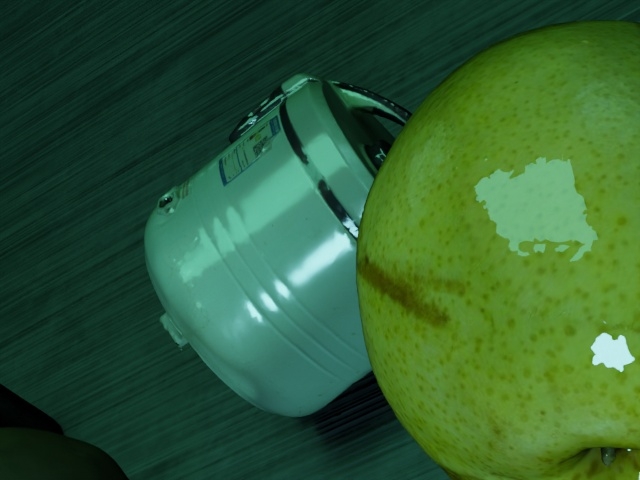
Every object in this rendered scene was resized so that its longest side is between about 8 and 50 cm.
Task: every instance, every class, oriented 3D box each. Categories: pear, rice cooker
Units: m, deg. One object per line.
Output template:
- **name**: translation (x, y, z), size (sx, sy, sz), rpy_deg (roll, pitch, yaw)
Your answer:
- **pear**: translation (0.165, 0.021, 0.964), size (0.314, 0.314, 0.314), rpy_deg (-31, 33, 23)
- **rice cooker**: translation (0.000, 0.000, 1.258), size (0.244, 0.226, 0.226), rpy_deg (-40, 30, 16)

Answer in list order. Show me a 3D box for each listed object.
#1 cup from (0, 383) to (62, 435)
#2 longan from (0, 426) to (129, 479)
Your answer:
- **cup**: translation (-0.343, 0.195, 1.477), size (0.166, 0.177, 0.239), rpy_deg (-49, 30, -7)
- **longan**: translation (-0.265, 0.274, 1.221), size (0.300, 0.243, 0.300), rpy_deg (-23, 10, 4)
